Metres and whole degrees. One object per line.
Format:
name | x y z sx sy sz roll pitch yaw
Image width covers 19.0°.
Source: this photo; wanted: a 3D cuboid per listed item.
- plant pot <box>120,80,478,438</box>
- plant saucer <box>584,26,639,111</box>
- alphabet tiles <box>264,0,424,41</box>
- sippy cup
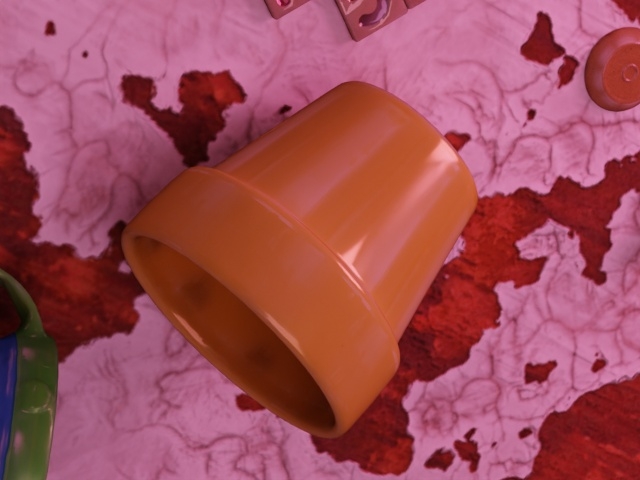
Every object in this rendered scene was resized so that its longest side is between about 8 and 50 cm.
plant pot | 0.000 0.000 1.642 0.239 0.254 0.254 -46 121 -17
plant saucer | 0.291 -0.160 1.817 0.083 0.015 0.083 -8 112 -19
alphabet tiles | 0.035 -0.355 1.639 0.285 0.011 0.342 -31 118 -9
sippy cup | -0.348 0.175 1.577 0.224 0.305 0.240 10 136 -14
